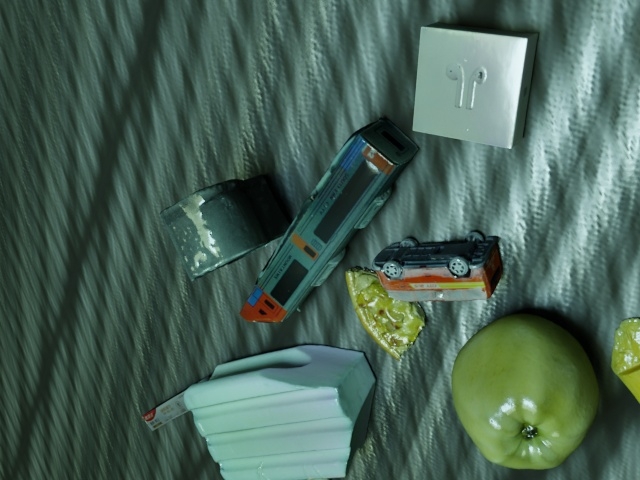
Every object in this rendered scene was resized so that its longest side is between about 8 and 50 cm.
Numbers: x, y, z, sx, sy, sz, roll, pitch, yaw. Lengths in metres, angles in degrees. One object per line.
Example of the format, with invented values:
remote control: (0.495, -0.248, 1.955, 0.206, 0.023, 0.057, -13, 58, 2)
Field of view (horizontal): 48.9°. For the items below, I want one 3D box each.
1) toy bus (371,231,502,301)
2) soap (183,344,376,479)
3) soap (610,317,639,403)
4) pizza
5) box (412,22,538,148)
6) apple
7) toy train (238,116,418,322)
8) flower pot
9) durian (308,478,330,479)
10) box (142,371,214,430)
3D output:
toy bus: (0.161, 0.042, 0.972, 0.174, 0.079, 0.077, -6, 118, 35)
soap: (-0.060, 0.298, 1.210, 0.347, 0.115, 0.208, -19, 101, 38)
soap: (0.426, 0.177, 0.884, 0.168, 0.033, 0.089, 46, 126, 8)
pizza: (0.098, 0.106, 1.066, 0.099, 0.036, 0.160, -29, 95, 39)
box: (0.186, -0.191, 0.857, 0.130, 0.051, 0.129, 15, 119, 27)
apple: (0.263, 0.195, 0.911, 0.200, 0.200, 0.200, 14, 119, 28)
toy train: (0.000, 0.000, 1.049, 0.089, 0.086, 0.409, 41, 128, 8)
flower pot: (-0.129, -0.027, 1.037, 0.103, 0.229, 0.108, -26, 92, 19)
durian: (0.043, 0.538, 1.270, 0.252, 0.144, 0.139, 33, 104, 23)
box: (-0.277, 0.324, 1.406, 0.218, 0.055, 0.039, -35, 89, 38)
